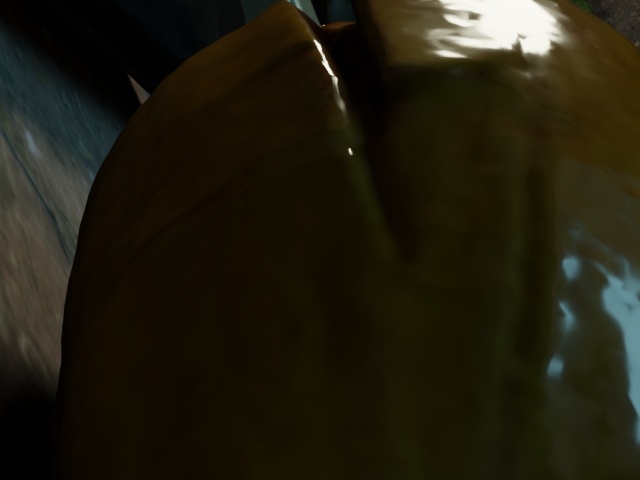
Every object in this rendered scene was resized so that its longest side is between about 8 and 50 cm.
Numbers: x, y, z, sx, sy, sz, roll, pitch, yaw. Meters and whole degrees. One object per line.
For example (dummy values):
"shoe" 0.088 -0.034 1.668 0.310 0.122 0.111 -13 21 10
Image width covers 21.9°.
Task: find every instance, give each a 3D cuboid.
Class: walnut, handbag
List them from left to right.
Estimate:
"handbag" -0.100 -0.156 0.754 0.332 0.075 0.191 52 16 -77
"walnut" 0.027 0.053 0.423 0.336 0.209 0.209 -86 154 -59

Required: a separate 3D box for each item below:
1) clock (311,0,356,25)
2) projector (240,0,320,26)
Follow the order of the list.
"clock" 0.029 -0.134 1.308 0.386 0.076 0.386 176 -90 -87
"projector" -0.036 -0.087 1.021 0.192 0.099 0.256 51 17 -78
